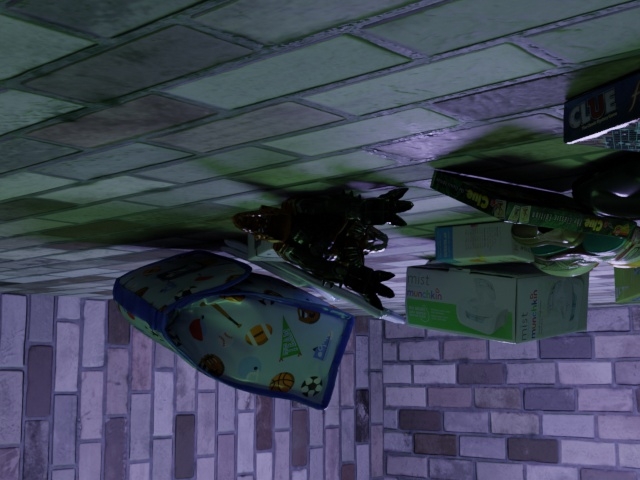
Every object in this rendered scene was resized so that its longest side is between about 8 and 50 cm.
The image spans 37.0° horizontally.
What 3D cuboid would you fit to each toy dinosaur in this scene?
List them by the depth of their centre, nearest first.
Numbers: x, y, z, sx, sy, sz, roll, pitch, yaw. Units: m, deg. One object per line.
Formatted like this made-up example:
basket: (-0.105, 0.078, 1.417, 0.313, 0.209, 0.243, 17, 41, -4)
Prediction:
toy dinosaur: (0.000, 0.000, 1.358, 0.218, 0.164, 0.322, 14, -156, 39)

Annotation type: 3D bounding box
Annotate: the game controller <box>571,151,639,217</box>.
game controller: (0.481, -0.069, 1.189, 0.319, 0.067, 0.166, 2, 157, -17)

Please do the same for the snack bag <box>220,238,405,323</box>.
snack bag: (-0.001, 0.092, 1.885, 0.342, 0.037, 0.323, 24, 178, 15)

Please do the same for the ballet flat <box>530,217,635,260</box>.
ballet flat: (0.428, -0.006, 1.512, 0.079, 0.077, 0.221, 2, 170, -30)

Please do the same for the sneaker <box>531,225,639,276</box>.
sneaker: (0.450, 0.003, 1.626, 0.225, 0.088, 0.092, -13, 152, 42)

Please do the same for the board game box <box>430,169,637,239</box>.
board game box: (0.278, -0.045, 1.232, 0.259, 0.030, 0.136, 7, -167, -38)

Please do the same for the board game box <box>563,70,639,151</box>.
board game box: (0.370, -0.114, 0.872, 0.243, 0.042, 0.165, 3, 171, -24)

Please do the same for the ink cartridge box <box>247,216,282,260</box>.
ink cartridge box: (-0.052, -0.002, 1.585, 0.109, 0.063, 0.150, 2, 171, -18)

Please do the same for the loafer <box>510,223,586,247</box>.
loafer: (0.353, -0.023, 1.503, 0.050, 0.056, 0.148, 47, 156, -25)

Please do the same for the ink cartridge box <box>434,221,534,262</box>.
ink cartridge box: (0.301, 0.006, 1.652, 0.181, 0.061, 0.104, -5, 171, 34)

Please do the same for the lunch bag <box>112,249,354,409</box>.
lunch bag: (-0.184, 0.153, 1.861, 0.385, 0.239, 0.328, 16, 180, -28)

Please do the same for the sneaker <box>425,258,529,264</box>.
sneaker: (0.364, 0.093, 2.107, 0.275, 0.110, 0.107, -3, 171, 18)

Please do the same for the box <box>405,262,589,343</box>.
box: (0.332, 0.105, 1.807, 0.231, 0.127, 0.262, -5, -173, -43)

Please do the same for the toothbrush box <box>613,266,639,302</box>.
toothbrush box: (0.662, 0.045, 1.721, 0.206, 0.122, 0.283, -1, 173, 5)

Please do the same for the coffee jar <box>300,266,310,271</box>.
coffee jar: (0.021, 0.030, 1.752, 0.096, 0.079, 0.184, 7, 174, 13)
